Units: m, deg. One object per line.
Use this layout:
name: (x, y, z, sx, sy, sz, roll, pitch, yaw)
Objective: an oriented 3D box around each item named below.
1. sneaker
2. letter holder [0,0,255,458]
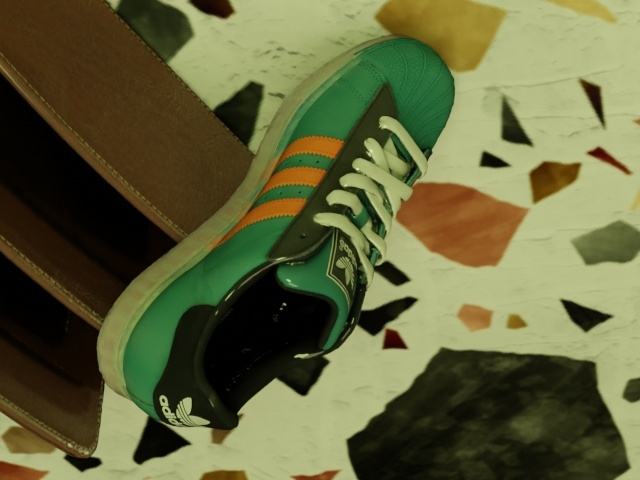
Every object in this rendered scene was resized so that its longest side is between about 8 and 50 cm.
sneaker: (0.000, 0.000, 1.121, 0.121, 0.302, 0.108, 24, 159, 49)
letter holder: (-0.180, -0.029, 1.143, 0.152, 0.214, 0.302, -24, 130, 26)
